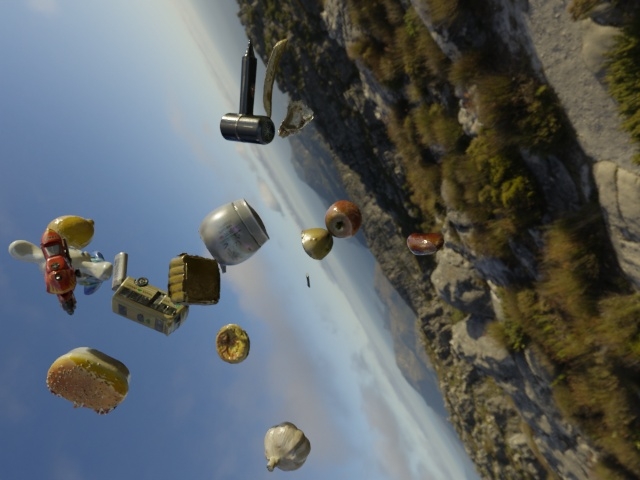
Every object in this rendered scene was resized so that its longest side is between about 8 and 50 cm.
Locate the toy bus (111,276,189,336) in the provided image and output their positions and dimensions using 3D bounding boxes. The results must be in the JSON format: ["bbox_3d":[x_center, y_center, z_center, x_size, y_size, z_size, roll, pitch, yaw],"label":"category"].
[{"bbox_3d":[-0.896,0.352,2.174,0.202,0.365,0.177,-68,0,-51],"label":"toy bus"}]

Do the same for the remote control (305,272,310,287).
[{"bbox_3d":[-0.068,0.215,2.202,0.034,0.016,0.091,-123,21,-48],"label":"remote control"}]

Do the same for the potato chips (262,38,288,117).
[{"bbox_3d":[-0.247,-0.827,2.100,0.057,0.080,0.407,-115,38,-68],"label":"potato chips"}]

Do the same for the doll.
[{"bbox_3d":[-1.023,0.105,1.727,0.376,0.187,0.365,33,163,-1],"label":"doll"}]

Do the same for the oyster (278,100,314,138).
[{"bbox_3d":[-0.151,-0.680,2.345,0.161,0.233,0.107,45,-166,3],"label":"oyster"}]

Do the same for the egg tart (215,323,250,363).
[{"bbox_3d":[-0.511,0.612,2.440,0.241,0.241,0.106,60,-161,14],"label":"egg tart"}]

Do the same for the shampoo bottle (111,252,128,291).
[{"bbox_3d":[-1.154,0.179,2.364,0.056,0.086,0.227,41,-154,-49],"label":"shampoo bottle"}]

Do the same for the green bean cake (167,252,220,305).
[{"bbox_3d":[-0.568,0.182,1.854,0.224,0.131,0.230,17,-118,-53],"label":"green bean cake"}]

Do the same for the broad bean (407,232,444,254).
[{"bbox_3d":[0.400,0.012,1.560,0.084,0.114,0.165,53,150,-18],"label":"broad bean"}]

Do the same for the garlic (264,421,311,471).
[{"bbox_3d":[-0.168,0.908,1.747,0.218,0.218,0.212,60,-150,0],"label":"garlic"}]

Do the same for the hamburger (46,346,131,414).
[{"bbox_3d":[-0.895,0.547,1.600,0.295,0.227,0.151,33,-161,-12],"label":"hamburger"}]

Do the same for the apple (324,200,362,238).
[{"bbox_3d":[0.116,-0.106,2.059,0.188,0.188,0.174,60,-157,-13],"label":"apple"}]

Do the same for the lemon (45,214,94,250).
[{"bbox_3d":[-1.228,-0.033,2.017,0.187,0.244,0.187,29,135,34],"label":"lemon"}]

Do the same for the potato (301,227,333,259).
[{"bbox_3d":[0.000,0.000,2.116,0.202,0.117,0.182,-6,-111,-60],"label":"potato"}]

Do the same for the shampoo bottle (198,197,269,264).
[{"bbox_3d":[-0.391,-0.038,1.883,0.273,0.266,0.273,58,179,2],"label":"shampoo bottle"}]

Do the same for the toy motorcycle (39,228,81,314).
[{"bbox_3d":[-0.897,0.110,1.420,0.298,0.089,0.171,58,157,28],"label":"toy motorcycle"}]

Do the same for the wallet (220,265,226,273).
[{"bbox_3d":[-0.559,0.036,2.337,0.146,0.030,0.285,98,165,-59],"label":"wallet"}]

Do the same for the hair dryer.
[{"bbox_3d":[-0.247,-0.524,1.459,0.107,0.189,0.352,-20,-60,-60],"label":"hair dryer"}]
